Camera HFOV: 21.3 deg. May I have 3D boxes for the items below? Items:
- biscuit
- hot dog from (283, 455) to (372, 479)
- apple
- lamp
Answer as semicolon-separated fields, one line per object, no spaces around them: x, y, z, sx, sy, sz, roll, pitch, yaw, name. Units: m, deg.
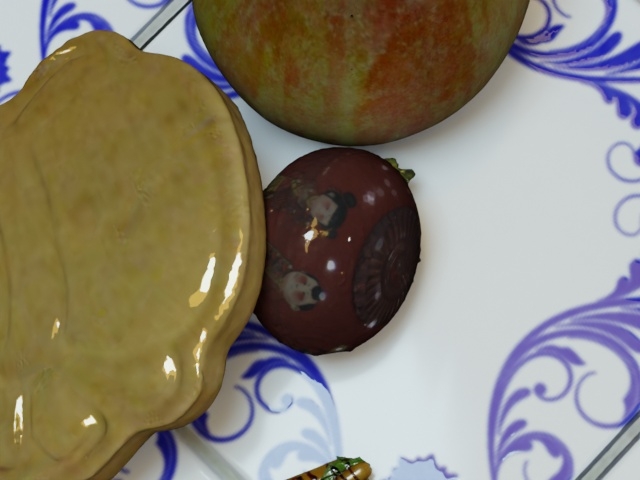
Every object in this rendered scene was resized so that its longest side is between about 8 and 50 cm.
-0.190;0.024;1.243;0.351;0.057;0.312;-36;61;18;biscuit
-0.015;0.199;1.269;0.122;0.037;0.049;-31;79;-1;hot dog
0.028;-0.203;1.253;0.257;0.234;0.256;0;73;0;apple
-0.001;0.005;1.260;0.135;0.157;0.156;15;93;27;lamp
